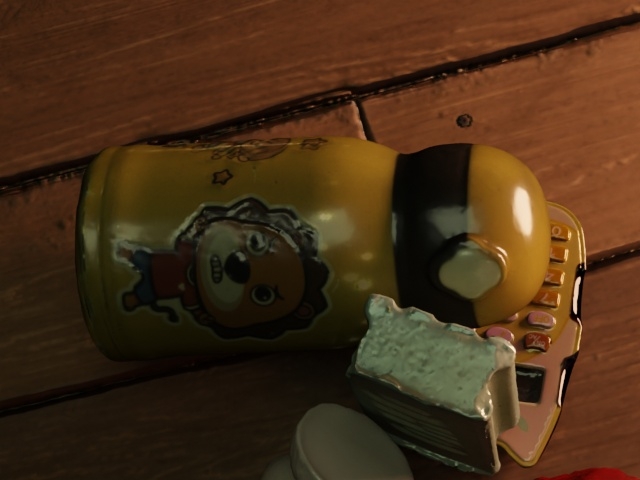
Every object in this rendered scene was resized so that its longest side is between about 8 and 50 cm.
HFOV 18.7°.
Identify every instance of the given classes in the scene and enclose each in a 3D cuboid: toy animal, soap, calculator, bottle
[{"bbox_3d":[-0.014,0.228,1.471,0.103,0.221,0.131,27,32,-4],"label":"toy animal"},{"bbox_3d":[0.083,0.109,1.413,0.114,0.198,0.063,20,75,14],"label":"soap"},{"bbox_3d":[0.130,0.063,1.550,0.157,0.033,0.237,9,70,11],"label":"calculator"},{"bbox_3d":[0.000,0.000,1.493,0.351,0.171,0.172,-4,70,13],"label":"bottle"}]

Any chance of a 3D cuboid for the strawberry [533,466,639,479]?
[{"bbox_3d":[0.151,0.332,1.298,0.345,0.295,0.317,-22,72,-23],"label":"strawberry"}]
